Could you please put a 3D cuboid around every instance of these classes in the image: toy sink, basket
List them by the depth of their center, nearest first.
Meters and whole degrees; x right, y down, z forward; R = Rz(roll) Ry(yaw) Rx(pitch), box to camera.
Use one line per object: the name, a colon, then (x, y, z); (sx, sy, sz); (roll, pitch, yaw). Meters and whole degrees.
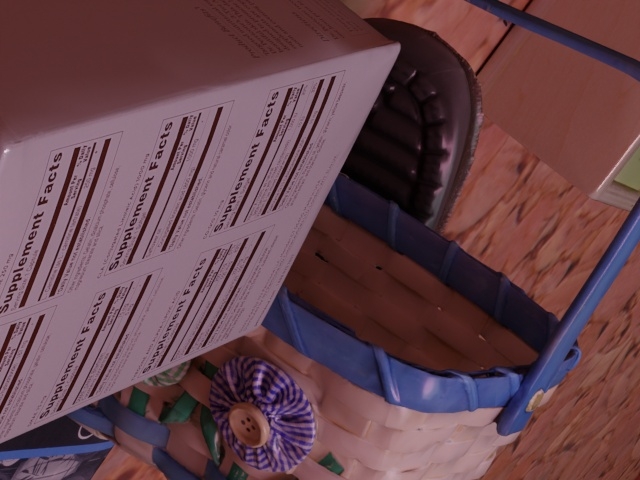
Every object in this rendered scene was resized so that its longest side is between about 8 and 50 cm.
basket: (0.017, 0.005, 0.925); (0.201, 0.255, 0.289); (1, 117, -61)
toy sink: (0.230, -0.111, 1.388); (0.153, 0.131, 0.234); (-53, 160, 10)

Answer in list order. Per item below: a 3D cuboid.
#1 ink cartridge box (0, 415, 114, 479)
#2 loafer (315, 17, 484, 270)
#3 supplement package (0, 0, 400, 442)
ink cartridge box: (-0.206, 0.097, 0.961); (0.165, 0.065, 0.333); (-55, 158, 15)
loafer: (0.000, 0.000, 1.152); (0.130, 0.134, 0.366); (-43, 166, -47)
supplement package: (-0.124, -0.050, 0.681); (0.203, 0.194, 0.149); (-21, 145, -51)
